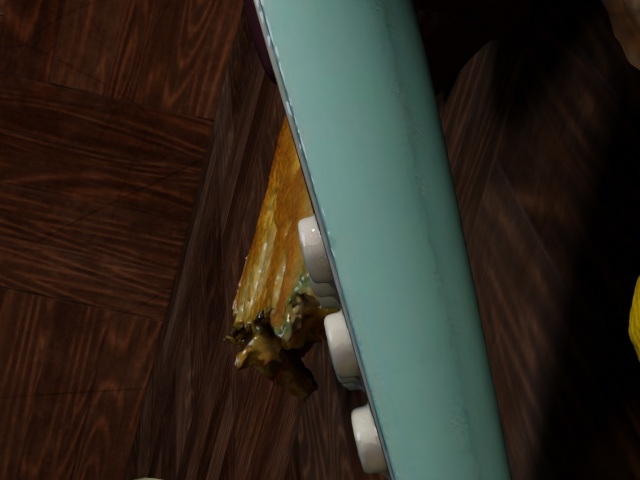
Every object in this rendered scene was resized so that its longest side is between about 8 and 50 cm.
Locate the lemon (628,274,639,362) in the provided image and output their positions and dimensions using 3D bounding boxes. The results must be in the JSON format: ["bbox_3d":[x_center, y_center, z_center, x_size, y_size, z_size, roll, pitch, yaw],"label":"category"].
[{"bbox_3d":[0.117,0.020,0.483,0.083,0.062,0.062,135,146,-77],"label":"lemon"}]

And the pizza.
[{"bbox_3d":[0.000,0.000,1.158,0.289,0.081,0.229,-89,21,-54],"label":"pizza"}]

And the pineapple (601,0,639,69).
[{"bbox_3d":[0.151,-0.124,0.255,0.170,0.141,0.310,-49,-4,-39],"label":"pineapple"}]

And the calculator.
[{"bbox_3d":[0.026,0.033,0.624,0.256,0.054,0.386,74,-176,-83],"label":"calculator"}]

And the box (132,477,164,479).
[{"bbox_3d":[-0.078,0.313,0.959,0.352,0.177,0.344,141,144,-76],"label":"box"}]

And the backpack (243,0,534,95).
[{"bbox_3d":[0.036,-0.206,0.853,0.317,0.197,0.283,116,162,-60],"label":"backpack"}]
